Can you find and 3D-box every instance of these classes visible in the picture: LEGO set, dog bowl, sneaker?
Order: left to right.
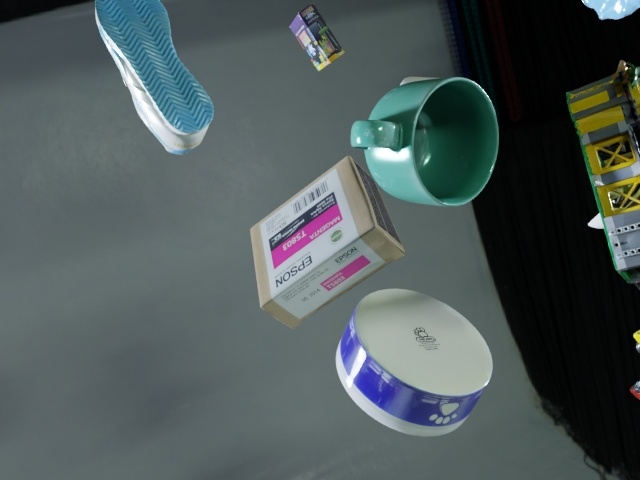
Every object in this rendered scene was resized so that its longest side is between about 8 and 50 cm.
[{"bbox_3d":[-0.216,-0.215,0.661,0.087,0.229,0.092,-23,-7,-29],"label":"sneaker"},{"bbox_3d":[0.167,0.210,0.954,0.264,0.104,0.265,14,32,-9],"label":"dog bowl"},{"bbox_3d":[0.423,-0.063,0.583,0.192,0.255,0.331,-18,-31,32],"label":"LEGO set"}]

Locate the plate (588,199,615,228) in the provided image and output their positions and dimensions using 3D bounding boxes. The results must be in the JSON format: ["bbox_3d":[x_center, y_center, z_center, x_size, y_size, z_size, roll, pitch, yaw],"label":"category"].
[{"bbox_3d":[0.702,-0.113,1.010,0.277,0.045,0.277,-14,-26,-16],"label":"plate"}]

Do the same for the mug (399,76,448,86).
[{"bbox_3d":[0.140,-0.180,0.653,0.064,0.078,0.062,6,-17,41],"label":"mug"}]

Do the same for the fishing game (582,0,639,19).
[{"bbox_3d":[0.499,-0.465,0.878,0.041,0.264,0.189,-16,-33,-11],"label":"fishing game"}]

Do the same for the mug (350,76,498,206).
[{"bbox_3d":[0.102,-0.112,0.560,0.097,0.157,0.130,16,71,54],"label":"mug"}]

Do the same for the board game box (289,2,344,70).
[{"bbox_3d":[-0.012,-0.517,1.360,0.048,0.141,0.170,-38,15,-2],"label":"board game box"}]

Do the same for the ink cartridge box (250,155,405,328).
[{"bbox_3d":[0.000,0.000,0.880,0.234,0.088,0.193,-36,40,18],"label":"ink cartridge box"}]

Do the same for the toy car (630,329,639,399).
[{"bbox_3d":[0.493,0.196,0.627,0.053,0.239,0.225,-48,47,-9],"label":"toy car"}]
